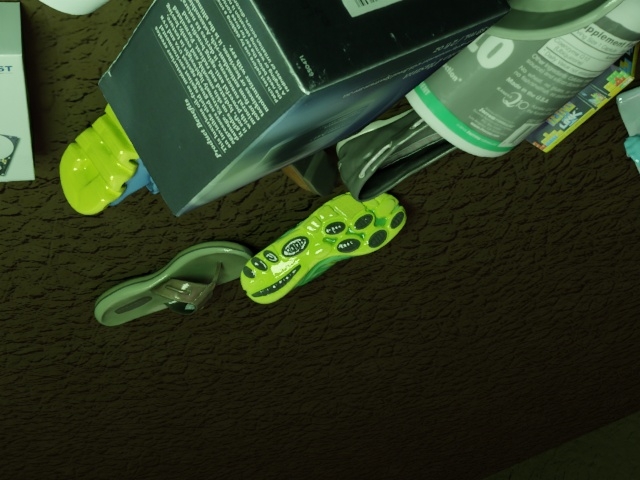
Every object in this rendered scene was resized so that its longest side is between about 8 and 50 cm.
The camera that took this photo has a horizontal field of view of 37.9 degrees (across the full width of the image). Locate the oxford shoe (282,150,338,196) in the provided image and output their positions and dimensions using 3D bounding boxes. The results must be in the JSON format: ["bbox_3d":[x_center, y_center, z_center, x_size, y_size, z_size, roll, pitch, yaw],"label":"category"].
[{"bbox_3d":[-0.051,-0.139,1.330,0.076,0.076,0.212,16,152,35],"label":"oxford shoe"}]

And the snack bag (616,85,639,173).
[{"bbox_3d":[0.646,-0.207,1.492,0.323,0.037,0.342,-25,143,18],"label":"snack bag"}]

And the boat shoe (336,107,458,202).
[{"bbox_3d":[0.176,-0.158,1.346,0.335,0.095,0.112,-27,145,22],"label":"boat shoe"}]

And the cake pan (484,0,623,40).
[{"bbox_3d":[0.210,-0.350,0.926,0.293,0.293,0.054,-43,174,40],"label":"cake pan"}]

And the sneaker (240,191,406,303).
[{"bbox_3d":[0.000,0.000,1.552,0.295,0.109,0.123,-27,-175,5],"label":"sneaker"}]

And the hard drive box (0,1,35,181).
[{"bbox_3d":[-0.443,-0.171,1.115,0.181,0.089,0.232,-4,147,-14],"label":"hard drive box"}]

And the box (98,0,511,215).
[{"bbox_3d":[-0.022,-0.196,0.953,0.296,0.183,0.294,-28,178,-36],"label":"box"}]

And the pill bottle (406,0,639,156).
[{"bbox_3d":[0.269,-0.278,1.088,0.204,0.204,0.361,12,140,-34],"label":"pill bottle"}]

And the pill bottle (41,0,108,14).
[{"bbox_3d":[-0.128,-0.367,0.802,0.363,0.210,0.210,-29,145,25],"label":"pill bottle"}]

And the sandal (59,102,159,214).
[{"bbox_3d":[-0.202,-0.159,1.199,0.317,0.126,0.138,-40,161,27],"label":"sandal"}]

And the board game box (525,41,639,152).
[{"bbox_3d":[0.347,-0.217,1.238,0.048,0.141,0.170,33,139,-10],"label":"board game box"}]

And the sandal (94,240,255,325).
[{"bbox_3d":[-0.243,0.092,1.597,0.302,0.086,0.120,-26,147,10],"label":"sandal"}]

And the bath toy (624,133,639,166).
[{"bbox_3d":[0.604,-0.216,1.319,0.129,0.151,0.348,30,124,-27],"label":"bath toy"}]
